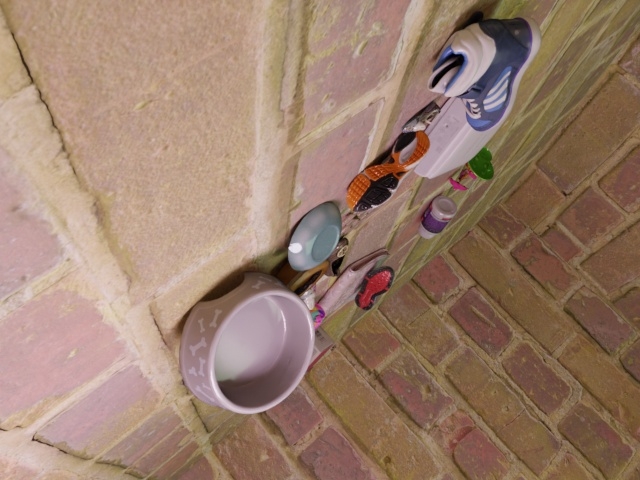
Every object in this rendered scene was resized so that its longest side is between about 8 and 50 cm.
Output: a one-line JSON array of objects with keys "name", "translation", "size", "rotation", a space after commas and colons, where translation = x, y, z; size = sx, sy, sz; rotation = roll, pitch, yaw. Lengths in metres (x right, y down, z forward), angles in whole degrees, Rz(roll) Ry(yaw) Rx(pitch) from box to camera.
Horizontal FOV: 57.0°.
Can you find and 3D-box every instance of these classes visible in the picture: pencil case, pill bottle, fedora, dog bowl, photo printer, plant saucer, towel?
[{"name": "pencil case", "translation": [-0.070, 0.332, 2.211], "size": [0.104, 0.104, 0.236], "rotation": [-27, 156, -47]}, {"name": "pill bottle", "translation": [0.481, -0.091, 2.457], "size": [0.108, 0.108, 0.193], "rotation": [-33, 162, -33]}, {"name": "fedora", "translation": [-0.064, 0.099, 1.629], "size": [0.194, 0.079, 0.194], "rotation": [-39, 167, -11]}, {"name": "dog bowl", "translation": [-0.158, 0.251, 1.411], "size": [0.349, 0.102, 0.348], "rotation": [-13, 109, -39]}, {"name": "photo printer", "translation": [0.406, -0.311, 1.657], "size": [0.308, 0.107, 0.256], "rotation": [-25, 157, -49]}, {"name": "plant saucer", "translation": [0.000, 0.000, 1.476], "size": [0.195, 0.038, 0.194], "rotation": [-37, 144, -33]}, {"name": "towel", "translation": [0.118, 0.183, 2.388], "size": [0.317, 0.053, 0.331], "rotation": [-23, 154, -52]}]

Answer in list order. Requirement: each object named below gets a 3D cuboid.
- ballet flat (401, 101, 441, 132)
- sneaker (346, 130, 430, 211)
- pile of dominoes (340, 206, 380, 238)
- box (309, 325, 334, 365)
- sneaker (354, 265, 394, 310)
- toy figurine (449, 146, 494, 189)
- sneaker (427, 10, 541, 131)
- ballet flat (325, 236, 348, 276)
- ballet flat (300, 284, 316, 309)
[{"name": "ballet flat", "translation": [0.251, -0.293, 1.438], "size": [0.114, 0.041, 0.041], "rotation": [-40, 165, -10]}, {"name": "sneaker", "translation": [0.177, -0.163, 1.507], "size": [0.262, 0.099, 0.121], "rotation": [-42, 170, 1]}, {"name": "pile of dominoes", "translation": [0.079, -0.062, 1.682], "size": [0.251, 0.040, 0.196], "rotation": [-40, 170, 20]}, {"name": "box", "translation": [-0.079, 0.460, 2.451], "size": [0.232, 0.148, 0.127], "rotation": [-51, 164, 29]}, {"name": "sneaker", "translation": [0.224, 0.169, 2.399], "size": [0.125, 0.104, 0.261], "rotation": [-55, 180, -45]}, {"name": "toy figurine", "translation": [0.569, -0.264, 2.269], "size": [0.159, 0.130, 0.173], "rotation": [-40, -163, 50]}, {"name": "sneaker", "translation": [0.319, -0.344, 1.297], "size": [0.237, 0.130, 0.322], "rotation": [-18, 155, -18]}, {"name": "ballet flat", "translation": [0.052, 0.061, 1.843], "size": [0.084, 0.058, 0.249], "rotation": [-32, 165, -22]}, {"name": "ballet flat", "translation": [-0.071, 0.216, 1.935], "size": [0.221, 0.079, 0.077], "rotation": [-48, 164, 15]}]
